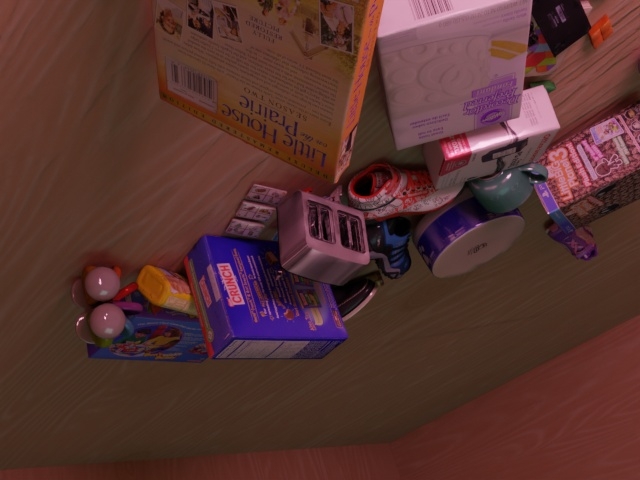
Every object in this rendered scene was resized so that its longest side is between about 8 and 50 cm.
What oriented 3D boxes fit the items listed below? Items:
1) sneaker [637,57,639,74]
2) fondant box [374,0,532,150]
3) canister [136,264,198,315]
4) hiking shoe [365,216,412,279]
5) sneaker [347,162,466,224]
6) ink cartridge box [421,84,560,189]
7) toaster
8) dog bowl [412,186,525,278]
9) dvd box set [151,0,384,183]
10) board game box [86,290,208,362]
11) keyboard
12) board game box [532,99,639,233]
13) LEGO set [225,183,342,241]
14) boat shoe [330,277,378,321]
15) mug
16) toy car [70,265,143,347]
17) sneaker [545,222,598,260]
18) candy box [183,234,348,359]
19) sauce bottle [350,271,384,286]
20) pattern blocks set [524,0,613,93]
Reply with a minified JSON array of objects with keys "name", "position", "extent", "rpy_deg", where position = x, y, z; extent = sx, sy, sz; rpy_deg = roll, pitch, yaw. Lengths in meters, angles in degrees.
[{"name":"sneaker","position":[0.760,-0.390,1.435],"extent":[0.272,0.100,0.108],"rpy_deg":[-25,166,22]},{"name":"fondant box","position":[0.217,-0.301,1.229],"extent":[0.238,0.096,0.330],"rpy_deg":[-15,155,5]},{"name":"canister","position":[-0.328,0.120,1.695],"extent":[0.170,0.126,0.073],"rpy_deg":[23,97,-49]},{"name":"hiking shoe","position":[0.181,0.009,1.796],"extent":[0.132,0.113,0.304],"rpy_deg":[-35,154,13]},{"name":"sneaker","position":[0.188,-0.118,1.588],"extent":[0.270,0.090,0.145],"rpy_deg":[-16,155,3]},{"name":"ink cartridge box","position":[0.339,-0.204,1.479],"extent":[0.237,0.100,0.172],"rpy_deg":[-16,164,-3]},{"name":"toaster","position":[0.000,0.000,1.509],"extent":[0.168,0.185,0.110],"rpy_deg":[17,141,-30]},{"name":"dog bowl","position":[0.368,-0.021,1.819],"extent":[0.265,0.104,0.265],"rpy_deg":[-21,153,-11]},{"name":"dvd box set","position":[-0.075,-0.284,0.915],"extent":[0.062,0.308,0.420],"rpy_deg":[-54,165,-34]},{"name":"board game box","position":[-0.394,0.231,1.903],"extent":[0.347,0.078,0.233],"rpy_deg":[13,140,-44]},{"name":"keyboard","position":[0.390,-0.380,1.246],"extent":[0.108,0.023,0.180],"rpy_deg":[-36,142,16]},{"name":"board game box","position":[0.655,-0.161,1.702],"extent":[0.291,0.141,0.232],"rpy_deg":[-29,156,21]},{"name":"LEGO set","position":[-0.065,-0.063,1.611],"extent":[0.244,0.060,0.182],"rpy_deg":[10,143,-23]},{"name":"boat shoe","position":[0.000,0.171,1.995],"extent":[0.340,0.127,0.113],"rpy_deg":[-30,108,36]},{"name":"mug","position":[0.401,-0.147,1.608],"extent":[0.158,0.129,0.097],"rpy_deg":[-38,133,13]},{"name":"toy car","position":[-0.459,0.141,1.602],"extent":[0.136,0.181,0.159],"rpy_deg":[-4,168,-37]},{"name":"sneaker","position":[0.736,0.000,2.109],"extent":[0.095,0.104,0.236],"rpy_deg":[-33,148,30]},{"name":"candy box","position":[-0.126,0.134,1.677],"extent":[0.317,0.268,0.122],"rpy_deg":[8,140,-38]},{"name":"sauce bottle","position":[0.113,0.126,2.047],"extent":[0.128,0.042,0.042],"rpy_deg":[-17,153,4]},{"name":"pattern blocks set","position":[0.405,-0.362,1.336],"extent":[0.286,0.026,0.325],"rpy_deg":[-17,153,-1]}]
